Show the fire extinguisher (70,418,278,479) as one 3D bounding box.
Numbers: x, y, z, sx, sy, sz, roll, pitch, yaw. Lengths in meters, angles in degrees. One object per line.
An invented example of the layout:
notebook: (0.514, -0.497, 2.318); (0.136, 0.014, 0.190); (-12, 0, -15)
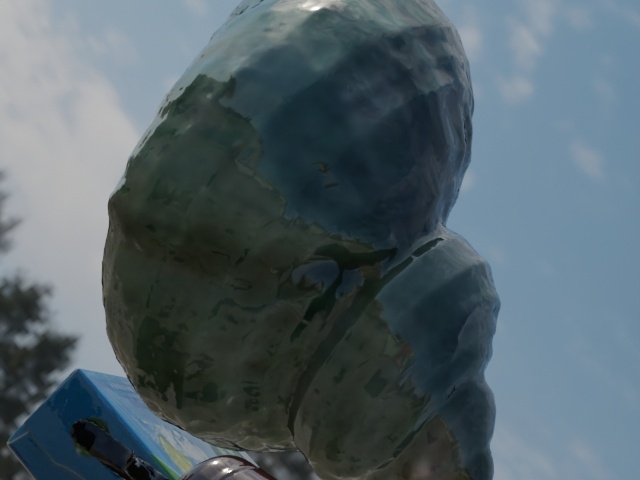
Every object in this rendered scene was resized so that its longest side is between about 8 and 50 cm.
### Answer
fire extinguisher: (0.001, 0.102, 0.513); (0.157, 0.045, 0.078); (27, -16, 32)

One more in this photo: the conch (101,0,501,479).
conch: (0.000, 0.000, 0.827); (0.220, 0.195, 0.277); (8, 46, -52)

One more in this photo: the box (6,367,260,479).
box: (-0.102, 0.162, 1.206); (0.139, 0.073, 0.194); (46, 6, 17)
